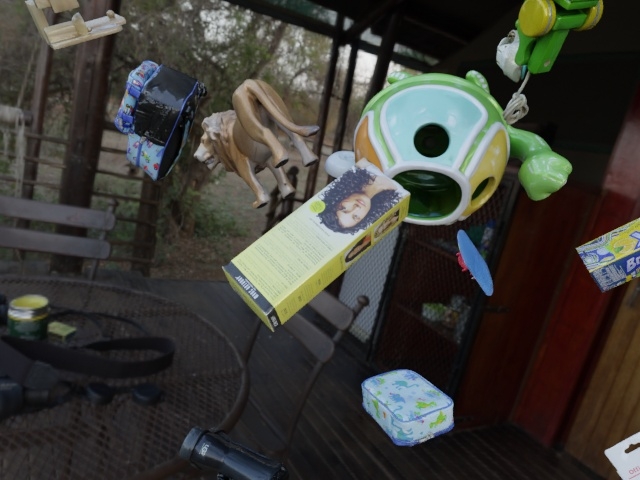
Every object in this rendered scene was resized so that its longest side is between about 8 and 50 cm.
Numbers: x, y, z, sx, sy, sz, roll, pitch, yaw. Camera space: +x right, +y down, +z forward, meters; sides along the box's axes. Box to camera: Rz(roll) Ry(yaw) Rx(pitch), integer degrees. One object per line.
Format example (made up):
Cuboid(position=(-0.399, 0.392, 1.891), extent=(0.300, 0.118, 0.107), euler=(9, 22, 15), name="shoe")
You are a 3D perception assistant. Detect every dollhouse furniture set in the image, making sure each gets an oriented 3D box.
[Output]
Cuboid(position=(-0.362, -0.373, 0.723), extent=(0.123, 0.151, 0.144), euler=(-28, 41, -23), name="dollhouse furniture set")

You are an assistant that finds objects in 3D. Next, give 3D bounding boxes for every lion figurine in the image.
Cuboid(position=(-0.125, -0.207, 0.956), extent=(0.142, 0.240, 0.392), euler=(-26, -6, -29), name="lion figurine")

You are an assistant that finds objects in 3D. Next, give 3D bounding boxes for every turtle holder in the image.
Cuboid(position=(0.209, -0.126, 0.840), extent=(0.320, 0.243, 0.227), euler=(27, 43, -8), name="turtle holder")

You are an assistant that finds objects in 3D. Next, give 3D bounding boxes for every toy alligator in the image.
Cuboid(position=(0.178, -0.178, 0.392), extent=(0.056, 0.189, 0.051), euler=(-13, 60, -17), name="toy alligator")

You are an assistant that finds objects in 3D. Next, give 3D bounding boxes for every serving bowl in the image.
Cuboid(position=(0.050, -0.148, 0.947), extent=(0.083, 0.027, 0.083), euler=(3, 38, -2), name="serving bowl")

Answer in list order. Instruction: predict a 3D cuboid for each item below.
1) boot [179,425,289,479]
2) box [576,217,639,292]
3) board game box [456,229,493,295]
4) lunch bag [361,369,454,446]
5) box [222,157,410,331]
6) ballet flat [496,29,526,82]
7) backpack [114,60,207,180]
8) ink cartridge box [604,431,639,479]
Cuboid(position=(-0.168, 0.475, 1.047), extent=(0.207, 0.094, 0.246), euler=(24, -23, 13), name="boot")
Cuboid(position=(0.475, 0.005, 0.731), extent=(0.054, 0.169, 0.059), euler=(45, 28, -28), name="box")
Cuboid(position=(0.355, 0.059, 1.191), extent=(0.168, 0.033, 0.133), euler=(51, 32, -18), name="board game box")
Cuboid(position=(0.221, 0.416, 1.268), extent=(0.176, 0.090, 0.219), euler=(-11, 17, -24), name="lunch bag")
Cuboid(position=(0.000, 0.000, 0.615), extent=(0.087, 0.232, 0.058), euler=(41, -18, 25), name="box")
Cuboid(position=(0.294, -0.283, 0.764), extent=(0.052, 0.057, 0.168), euler=(13, 37, 22), name="ballet flat")
Cuboid(position=(-0.284, -0.200, 0.865), extent=(0.117, 0.173, 0.158), euler=(22, 32, -15), name="backpack")
Cuboid(position=(0.644, 0.456, 0.940), extent=(0.061, 0.104, 0.181), euler=(20, 34, -52), name="ink cartridge box")
